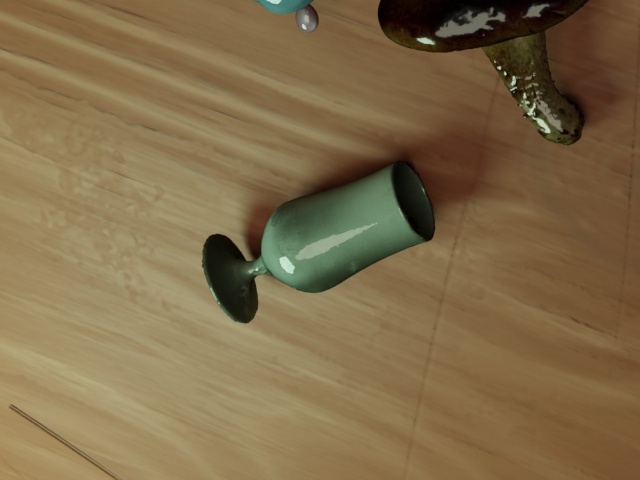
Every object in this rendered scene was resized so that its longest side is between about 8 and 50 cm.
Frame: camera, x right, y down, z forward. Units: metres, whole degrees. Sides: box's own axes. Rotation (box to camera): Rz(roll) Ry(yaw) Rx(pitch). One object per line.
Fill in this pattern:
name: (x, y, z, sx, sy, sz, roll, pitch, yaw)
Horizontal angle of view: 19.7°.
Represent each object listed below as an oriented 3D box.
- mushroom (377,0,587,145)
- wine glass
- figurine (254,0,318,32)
mushroom: (0.180, -0.176, 1.755, 0.227, 0.148, 0.217, -4, 126, 27)
wine glass: (0.000, 0.000, 1.895, 0.231, 0.103, 0.103, -23, 101, 23)
figurine: (-0.018, -0.344, 1.761, 0.205, 0.103, 0.260, 31, 109, 4)
